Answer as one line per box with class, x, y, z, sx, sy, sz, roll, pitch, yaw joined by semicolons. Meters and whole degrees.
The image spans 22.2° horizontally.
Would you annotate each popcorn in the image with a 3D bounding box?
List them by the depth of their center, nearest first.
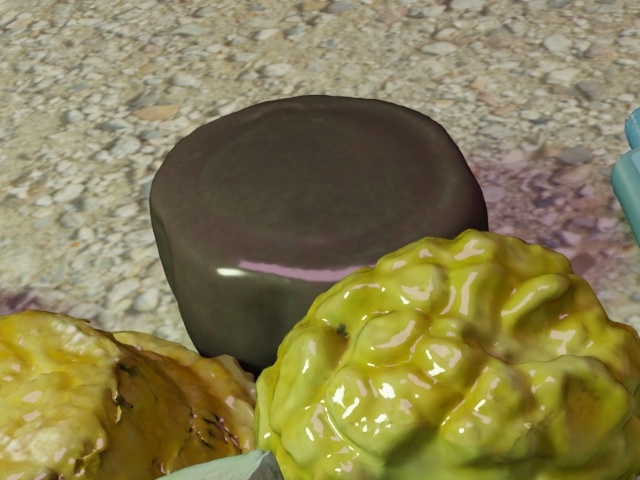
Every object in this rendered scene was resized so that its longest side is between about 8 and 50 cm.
popcorn;0.078;0.100;0.929;0.235;0.216;0.181;-7;58;-31

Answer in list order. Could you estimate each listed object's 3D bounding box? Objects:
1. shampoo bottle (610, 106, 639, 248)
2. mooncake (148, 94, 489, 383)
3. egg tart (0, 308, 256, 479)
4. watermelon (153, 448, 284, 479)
shampoo bottle;0.275;-0.024;1.190;0.104;0.061;0.258;-8;33;2
mooncake;0.000;0.000;1.151;0.245;0.133;0.245;-6;32;4
egg tart;-0.191;0.144;0.976;0.341;0.132;0.341;-7;34;4
watermelon;-0.118;0.235;0.761;0.224;0.180;0.305;33;55;14
